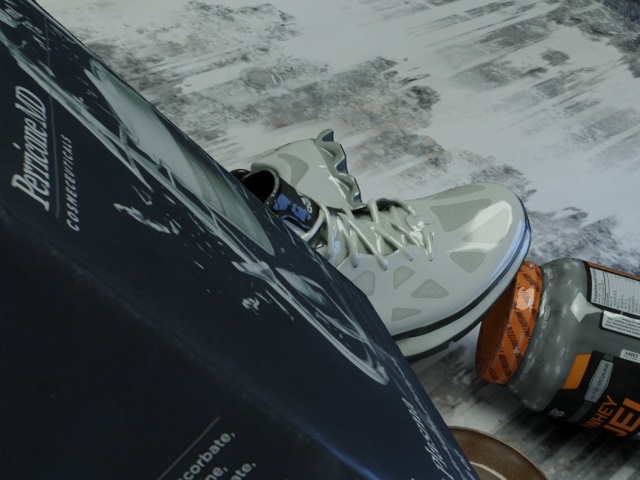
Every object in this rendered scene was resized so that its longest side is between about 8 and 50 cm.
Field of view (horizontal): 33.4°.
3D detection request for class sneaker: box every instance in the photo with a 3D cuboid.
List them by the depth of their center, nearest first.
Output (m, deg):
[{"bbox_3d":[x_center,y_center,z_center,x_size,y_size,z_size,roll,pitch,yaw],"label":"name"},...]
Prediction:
[{"bbox_3d":[0.037,0.011,1.130,0.448,0.257,0.169,-29,49,-15],"label":"sneaker"},{"bbox_3d":[0.000,0.000,1.388,0.146,0.122,0.330,-16,49,-11],"label":"sneaker"}]

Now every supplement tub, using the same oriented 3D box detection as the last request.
[{"bbox_3d":[0.358,0.135,1.276,0.316,0.193,0.193,16,37,-1],"label":"supplement tub"}]

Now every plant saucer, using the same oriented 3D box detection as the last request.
[{"bbox_3d":[0.161,0.284,1.136,0.199,0.036,0.198,11,38,-9],"label":"plant saucer"}]

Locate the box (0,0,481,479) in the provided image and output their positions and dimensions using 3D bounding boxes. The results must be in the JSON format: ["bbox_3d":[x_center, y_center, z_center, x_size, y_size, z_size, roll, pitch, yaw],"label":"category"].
[{"bbox_3d":[-0.146,0.111,0.760,0.472,0.297,0.480,40,9,-28],"label":"box"}]
